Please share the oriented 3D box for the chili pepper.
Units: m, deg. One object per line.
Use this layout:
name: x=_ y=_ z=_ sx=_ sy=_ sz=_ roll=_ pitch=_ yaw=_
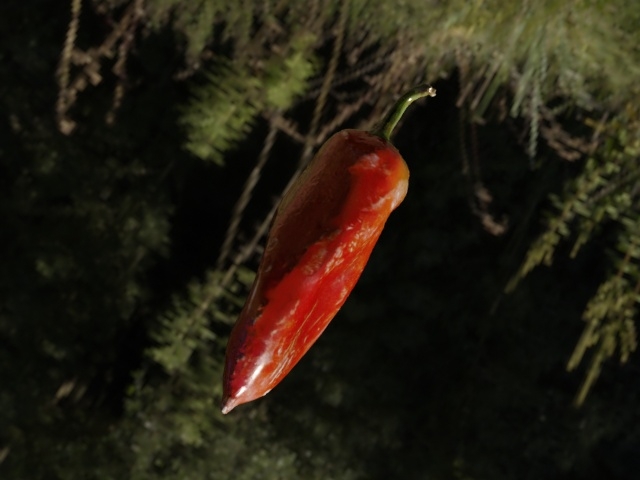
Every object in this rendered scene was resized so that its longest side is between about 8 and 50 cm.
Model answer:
chili pepper: x=-0.001 y=0.000 z=0.660 sx=0.050 sy=0.191 sz=0.059 roll=27 pitch=160 yaw=11
